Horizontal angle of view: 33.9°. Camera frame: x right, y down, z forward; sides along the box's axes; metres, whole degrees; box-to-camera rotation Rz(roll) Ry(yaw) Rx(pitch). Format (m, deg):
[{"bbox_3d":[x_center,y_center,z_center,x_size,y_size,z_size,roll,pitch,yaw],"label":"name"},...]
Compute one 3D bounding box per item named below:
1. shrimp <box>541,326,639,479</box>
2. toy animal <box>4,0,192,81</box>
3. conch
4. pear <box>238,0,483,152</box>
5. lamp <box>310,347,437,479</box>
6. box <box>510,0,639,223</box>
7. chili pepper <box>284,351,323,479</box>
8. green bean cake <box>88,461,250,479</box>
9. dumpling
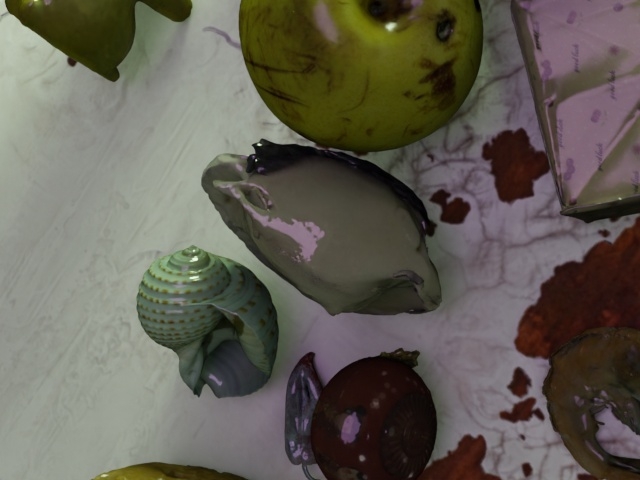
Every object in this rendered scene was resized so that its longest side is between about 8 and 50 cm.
[{"bbox_3d":[0.343,0.187,1.078,0.253,0.058,0.173,30,107,26],"label":"shrimp"},{"bbox_3d":[-0.232,-0.375,1.321,0.181,0.180,0.363,41,80,14],"label":"toy animal"},{"bbox_3d":[-0.128,0.088,1.252,0.172,0.200,0.131,5,49,11],"label":"conch"},{"bbox_3d":[0.045,-0.230,1.113,0.283,0.283,0.283,-2,86,24],"label":"pear"},{"bbox_3d":[0.051,0.205,1.158,0.135,0.157,0.156,2,102,43],"label":"lamp"},{"bbox_3d":[0.361,-0.157,1.018,0.297,0.190,0.225,-15,82,23],"label":"box"},{"bbox_3d":[-0.017,0.209,1.242,0.050,0.041,0.153,2,86,-18],"label":"chili pepper"},{"bbox_3d":[-0.164,0.335,1.202,0.230,0.224,0.131,5,89,28],"label":"green bean cake"},{"bbox_3d":[0.008,-0.015,1.161,0.293,0.204,0.163,29,89,0],"label":"dumpling"}]
